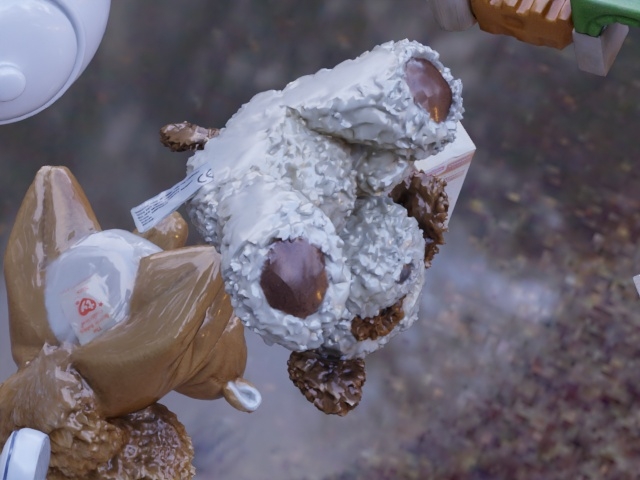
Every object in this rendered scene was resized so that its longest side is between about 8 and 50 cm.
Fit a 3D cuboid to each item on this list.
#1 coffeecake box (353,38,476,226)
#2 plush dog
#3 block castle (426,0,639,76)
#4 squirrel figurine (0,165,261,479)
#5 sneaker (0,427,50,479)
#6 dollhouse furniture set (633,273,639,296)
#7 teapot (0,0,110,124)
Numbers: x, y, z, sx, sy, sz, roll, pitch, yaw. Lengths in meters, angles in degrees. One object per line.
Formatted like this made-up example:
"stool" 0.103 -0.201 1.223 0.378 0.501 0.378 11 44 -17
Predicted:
"coffeecake box" 0.084 -0.097 1.676 0.068 0.185 0.142 -24 70 -15
"plush dog" 0.000 0.000 1.223 0.210 0.225 0.262 6 52 41
"block castle" 0.314 -0.296 1.360 0.453 0.213 0.303 20 65 26
"squirrel figurine" -0.228 0.156 2.010 0.281 0.397 0.370 18 -10 22
"sneaker" -0.304 0.247 1.445 0.091 0.258 0.094 17 48 -9
"dollhouse furniture set" 0.276 0.095 0.929 0.123 0.151 0.144 -22 40 10
"teapot" -0.284 -0.194 1.377 0.252 0.256 0.187 -28 48 3
